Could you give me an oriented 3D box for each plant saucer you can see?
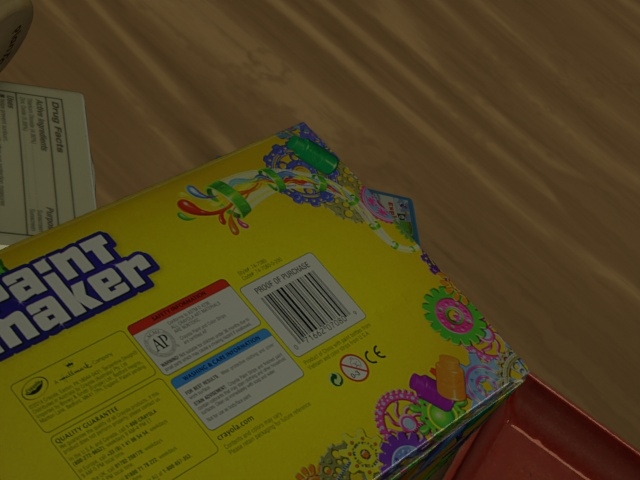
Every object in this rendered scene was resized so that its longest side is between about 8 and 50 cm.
[{"bbox_3d":[0.176,0.241,0.901,0.259,0.047,0.258,36,44,4],"label":"plant saucer"}]

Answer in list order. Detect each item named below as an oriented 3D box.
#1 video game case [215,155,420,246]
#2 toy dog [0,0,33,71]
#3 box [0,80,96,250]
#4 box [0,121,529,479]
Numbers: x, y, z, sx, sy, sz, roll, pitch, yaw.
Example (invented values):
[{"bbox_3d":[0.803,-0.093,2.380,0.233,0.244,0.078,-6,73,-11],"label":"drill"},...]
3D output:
[{"bbox_3d":[0.000,0.000,1.035,0.166,0.015,0.119,12,47,-20],"label":"video game case"},{"bbox_3d":[-0.275,-0.121,0.703,0.220,0.161,0.333,23,44,-9],"label":"toy dog"},{"bbox_3d":[-0.296,-0.021,0.809,0.311,0.121,0.148,8,49,-24],"label":"box"},{"bbox_3d":[-0.102,0.131,0.673,0.290,0.279,0.177,-27,69,-43],"label":"box"}]
